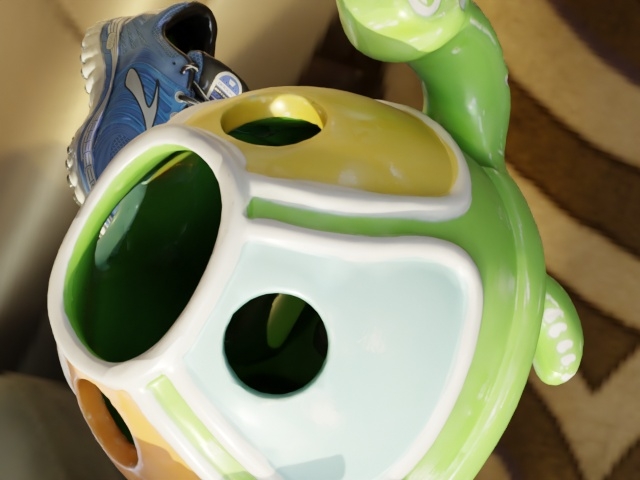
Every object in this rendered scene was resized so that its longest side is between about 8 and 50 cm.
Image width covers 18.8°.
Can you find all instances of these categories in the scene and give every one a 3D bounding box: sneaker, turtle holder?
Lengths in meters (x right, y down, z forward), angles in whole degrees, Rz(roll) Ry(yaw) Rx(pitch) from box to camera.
[{"bbox_3d":[-0.143,-0.106,1.795,0.147,0.130,0.330,-24,48,22],"label":"sneaker"},{"bbox_3d":[0.002,0.017,1.031,0.320,0.227,0.243,-42,49,20],"label":"turtle holder"}]
